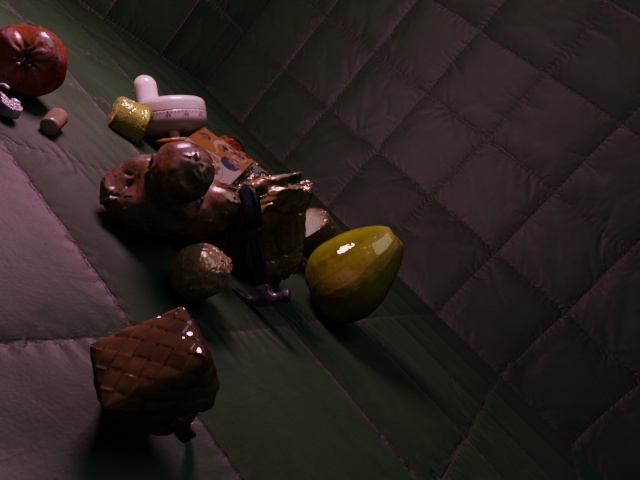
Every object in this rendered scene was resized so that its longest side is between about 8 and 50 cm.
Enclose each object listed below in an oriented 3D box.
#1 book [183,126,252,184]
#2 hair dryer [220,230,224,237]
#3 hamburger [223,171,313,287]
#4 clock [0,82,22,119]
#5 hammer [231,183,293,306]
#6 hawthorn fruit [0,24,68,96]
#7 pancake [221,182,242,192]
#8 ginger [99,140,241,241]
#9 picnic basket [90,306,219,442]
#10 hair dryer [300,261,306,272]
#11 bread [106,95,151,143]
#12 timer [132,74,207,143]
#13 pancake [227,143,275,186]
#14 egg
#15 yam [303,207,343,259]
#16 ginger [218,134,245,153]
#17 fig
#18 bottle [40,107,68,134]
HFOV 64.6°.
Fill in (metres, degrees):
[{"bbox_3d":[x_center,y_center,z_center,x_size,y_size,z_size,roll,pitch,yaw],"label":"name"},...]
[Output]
[{"bbox_3d":[-0.363,-0.243,1.605,0.208,0.020,0.295,35,39,-4],"label":"book"},{"bbox_3d":[-0.247,-0.027,1.498,0.100,0.057,0.198,42,2,3],"label":"hair dryer"},{"bbox_3d":[-0.144,-0.030,1.296,0.211,0.308,0.132,-4,27,-34],"label":"hamburger"},{"bbox_3d":[-0.680,-0.302,1.062,0.129,0.041,0.087,36,14,-3],"label":"clock"},{"bbox_3d":[-0.155,0.012,1.179,0.037,0.137,0.289,1,77,-73],"label":"hammer"},{"bbox_3d":[-0.692,-0.427,1.205,0.173,0.173,0.173,40,11,-9],"label":"hawthorn fruit"},{"bbox_3d":[-0.287,-0.130,1.386,0.286,0.033,0.288,2,-5,34],"label":"pancake"},{"bbox_3d":[-0.304,-0.084,1.107,0.375,0.256,0.176,58,22,-73],"label":"ginger"},{"bbox_3d":[-0.197,0.182,0.628,0.128,0.138,0.178,57,-21,32],"label":"picnic basket"},{"bbox_3d":[-0.070,0.078,1.718,0.154,0.054,0.106,48,2,-20],"label":"hair dryer"},{"bbox_3d":[-0.581,-0.374,1.552,0.114,0.111,0.129,23,15,-36],"label":"bread"},{"bbox_3d":[-0.507,-0.445,1.710,0.233,0.234,0.240,-45,128,-79],"label":"timer"},{"bbox_3d":[-0.236,-0.156,1.674,0.427,0.067,0.305,41,39,8],"label":"pancake"},{"bbox_3d":[-0.232,0.063,0.986,0.118,0.116,0.140,14,7,-15],"label":"egg"},{"bbox_3d":[0.000,0.000,1.793,0.168,0.168,0.304,50,0,37],"label":"yam"},{"bbox_3d":[-0.318,-0.284,1.971,0.357,0.152,0.274,50,13,30],"label":"ginger"},{"bbox_3d":[0.110,0.091,1.519,0.258,0.326,0.258,50,-7,9],"label":"fig"},{"bbox_3d":[-0.617,-0.276,1.171,0.045,0.045,0.096,36,14,-27],"label":"bottle"}]
